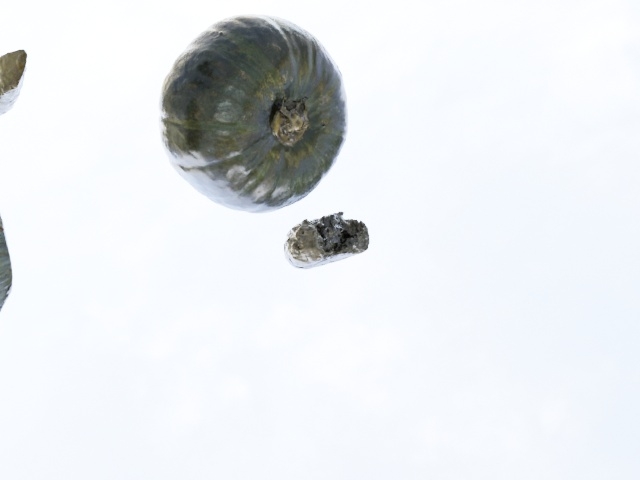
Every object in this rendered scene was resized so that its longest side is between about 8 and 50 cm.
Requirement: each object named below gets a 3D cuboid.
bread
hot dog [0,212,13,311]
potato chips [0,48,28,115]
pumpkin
[{"bbox_3d":[0.000,0.000,1.615,0.082,0.113,0.060,-19,-95,40],"label":"bread"},{"bbox_3d":[-0.381,0.029,1.284,0.270,0.082,0.162,-15,-99,55],"label":"hot dog"},{"bbox_3d":[-0.474,-0.159,1.591,0.407,0.080,0.057,-9,-107,35],"label":"potato chips"},{"bbox_3d":[-0.073,-0.138,1.418,0.223,0.223,0.157,-49,-145,-17],"label":"pumpkin"}]
